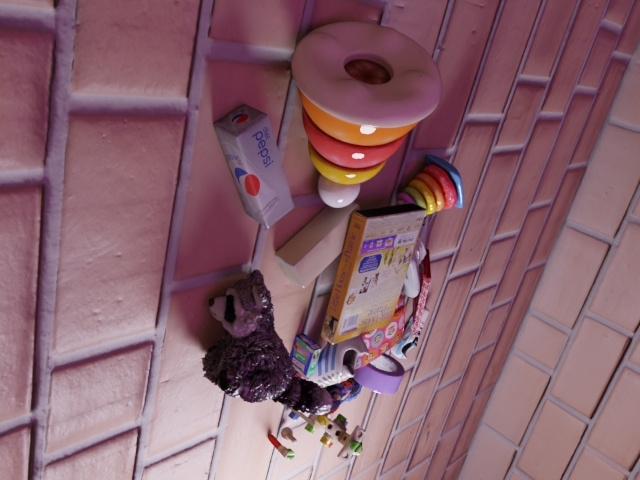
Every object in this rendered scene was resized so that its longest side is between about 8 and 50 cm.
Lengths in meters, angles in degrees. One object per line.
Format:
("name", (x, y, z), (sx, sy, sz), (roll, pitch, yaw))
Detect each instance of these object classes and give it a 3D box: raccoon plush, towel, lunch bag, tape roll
("raccoon plush", (-0.116, 0.269, 1.656), (0.446, 0.216, 0.299), (24, 96, -37))
("towel", (0.378, 0.189, 2.302), (0.199, 0.031, 0.275), (-76, 174, -59))
("lunch bag", (0.175, 0.294, 2.153), (0.293, 0.120, 0.258), (-26, 129, -36))
("tape roll", (0.214, 0.488, 2.271), (0.189, 0.189, 0.080), (0, 115, -50))

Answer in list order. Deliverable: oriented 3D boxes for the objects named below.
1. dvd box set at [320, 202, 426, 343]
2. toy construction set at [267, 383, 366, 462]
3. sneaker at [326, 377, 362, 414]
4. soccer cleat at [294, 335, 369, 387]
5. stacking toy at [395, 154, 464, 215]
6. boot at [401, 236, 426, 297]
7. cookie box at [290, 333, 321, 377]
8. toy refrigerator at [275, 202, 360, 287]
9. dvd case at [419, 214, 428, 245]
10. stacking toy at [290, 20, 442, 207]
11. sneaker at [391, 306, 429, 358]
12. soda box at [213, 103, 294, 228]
("dvd box set", (0.166, 0.097, 1.875), (0.307, 0.062, 0.420), (-11, 122, -46))
("toy construction set", (0.004, 0.654, 2.054), (0.309, 0.237, 0.257), (-26, 110, -21))
("sneaker", (0.077, 0.557, 2.252), (0.221, 0.083, 0.087), (-33, 132, -35))
("soccer cleat", (0.029, 0.426, 1.992), (0.116, 0.143, 0.331), (9, 124, -50))
("stacking toy", (0.312, -0.128, 1.994), (0.302, 0.175, 0.166), (-33, 135, -15))
("boot", (0.334, 0.093, 2.161), (0.123, 0.095, 0.258), (-51, 152, -24))
("cookie box", (-0.051, 0.369, 1.949), (0.040, 0.092, 0.107), (-7, 120, -45))
("toy refrigerator", (0.000, 0.000, 1.744), (0.269, 0.094, 0.102), (-44, 138, -22))
("dvd case", (0.317, -0.023, 2.159), (0.179, 0.029, 0.239), (-31, 137, -33))
("stacking toy", (0.075, -0.266, 1.534), (0.350, 0.350, 0.480), (-34, 156, -31))
("sneaker", (0.381, 0.379, 2.481), (0.237, 0.086, 0.085), (-55, 143, -7))
("soda box", (-0.151, -0.170, 1.435), (0.098, 0.091, 0.286), (-40, 140, -24))
